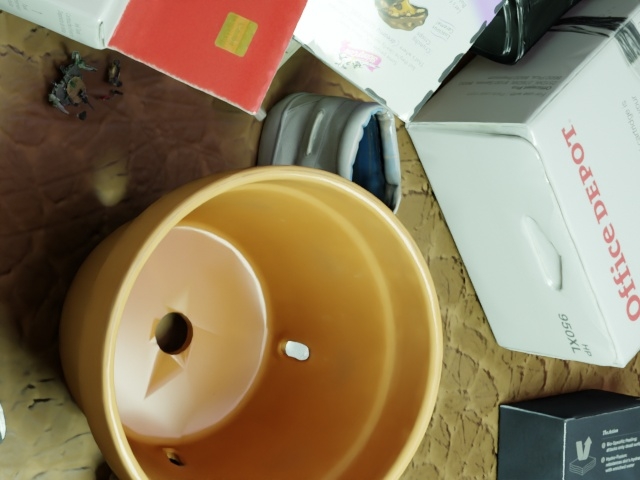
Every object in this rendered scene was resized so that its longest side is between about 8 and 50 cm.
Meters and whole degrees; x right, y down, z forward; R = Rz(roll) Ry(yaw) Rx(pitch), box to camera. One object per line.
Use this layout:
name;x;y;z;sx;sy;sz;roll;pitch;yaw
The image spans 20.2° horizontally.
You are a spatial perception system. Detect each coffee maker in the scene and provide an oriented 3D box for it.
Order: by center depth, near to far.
coffee maker;0.208;-0.259;1.692;0.178;0.171;0.120;-44;122;-31

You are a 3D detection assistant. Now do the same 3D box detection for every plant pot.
plant pot;-0.079;0.083;1.417;0.290;0.203;0.291;-2;95;-31

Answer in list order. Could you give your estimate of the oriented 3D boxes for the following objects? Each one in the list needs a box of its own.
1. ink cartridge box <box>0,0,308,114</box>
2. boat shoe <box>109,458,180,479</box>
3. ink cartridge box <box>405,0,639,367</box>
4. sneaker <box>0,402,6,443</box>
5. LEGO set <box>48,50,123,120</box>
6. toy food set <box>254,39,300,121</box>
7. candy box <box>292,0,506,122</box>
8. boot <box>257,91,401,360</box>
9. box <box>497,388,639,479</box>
ink cartridge box;-0.109;-0.280;1.360;0.261;0.066;0.296;23;75;2
boat shoe;-0.070;0.221;1.552;0.257;0.095;0.095;-9;108;-33
ink cartridge box;0.299;-0.107;1.800;0.395;0.166;0.285;-44;122;-32
sneaker;-0.276;0.111;1.363;0.043;0.040;0.109;-29;89;-26
LEGO set;-0.193;-0.124;1.439;0.083;0.023;0.054;5;93;-57
toy food set;-0.007;-0.277;1.493;0.306;0.092;0.220;-45;125;-5
candy box;0.065;-0.222;1.468;0.165;0.070;0.196;34;100;-32
boot;0.000;0.000;1.560;0.095;0.123;0.258;4;92;-43
box;0.266;0.244;1.861;0.156;0.093;0.158;-4;99;-43
